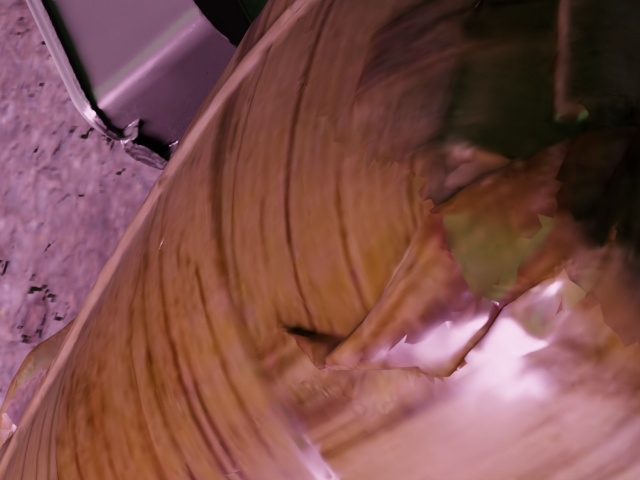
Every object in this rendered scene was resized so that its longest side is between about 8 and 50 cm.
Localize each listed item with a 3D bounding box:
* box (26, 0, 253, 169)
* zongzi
[{"bbox_3d":[-0.077,-0.098,0.879,0.069,0.084,0.122,-39,56,16],"label":"box"},{"bbox_3d":[0.018,0.011,0.761,0.500,0.218,0.467,-44,19,40],"label":"zongzi"}]
